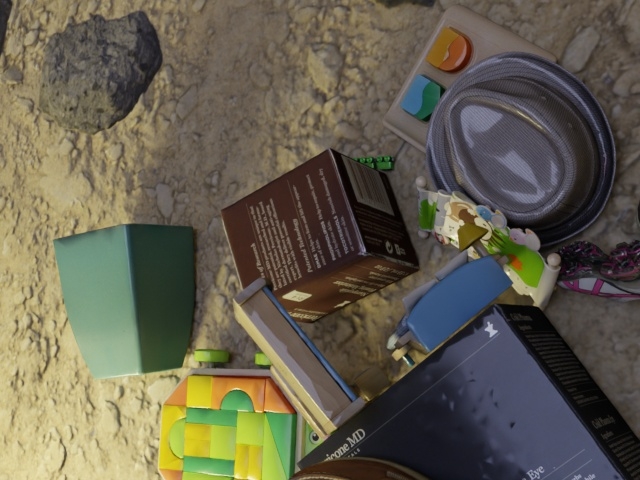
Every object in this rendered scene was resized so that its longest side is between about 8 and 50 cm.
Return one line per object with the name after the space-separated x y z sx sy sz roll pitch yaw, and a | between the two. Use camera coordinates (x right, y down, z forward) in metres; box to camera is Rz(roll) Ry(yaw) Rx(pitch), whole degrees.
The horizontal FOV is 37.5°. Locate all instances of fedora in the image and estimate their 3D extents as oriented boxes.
0.243 -0.118 1.218 0.243 0.124 0.275 -40 74 21 | fedora

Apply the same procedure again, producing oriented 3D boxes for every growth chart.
0.213 0.001 1.231 0.237 0.172 0.021 35 70 30 | growth chart

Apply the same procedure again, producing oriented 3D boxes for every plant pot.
-0.308 0.102 1.532 0.165 0.165 0.234 -11 83 30 | plant pot

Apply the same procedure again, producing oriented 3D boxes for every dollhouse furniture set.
0.066 0.085 1.251 0.303 0.286 0.198 -37 81 -12 | dollhouse furniture set

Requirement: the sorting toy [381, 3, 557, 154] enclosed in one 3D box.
0.203 -0.212 1.335 0.193 0.038 0.208 39 102 31 | sorting toy

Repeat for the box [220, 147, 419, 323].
0.000 0.000 1.348 0.203 0.168 0.167 -29 68 25 | box

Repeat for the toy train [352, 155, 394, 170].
0.073 -0.114 1.413 0.083 0.017 0.024 -1 92 32 | toy train

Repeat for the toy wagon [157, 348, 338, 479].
-0.097 0.300 1.418 0.344 0.068 0.267 -3 81 32 | toy wagon

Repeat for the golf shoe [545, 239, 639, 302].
0.351 0.048 1.163 0.067 0.086 0.186 -47 20 -18 | golf shoe

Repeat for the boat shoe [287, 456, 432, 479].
0.094 0.322 1.043 0.324 0.120 0.123 8 89 30 | boat shoe

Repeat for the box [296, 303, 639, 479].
0.206 0.300 1.153 0.343 0.179 0.312 -42 68 19 | box

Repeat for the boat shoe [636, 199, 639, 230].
0.446 0.035 1.120 0.080 0.073 0.223 -38 64 21 | boat shoe
